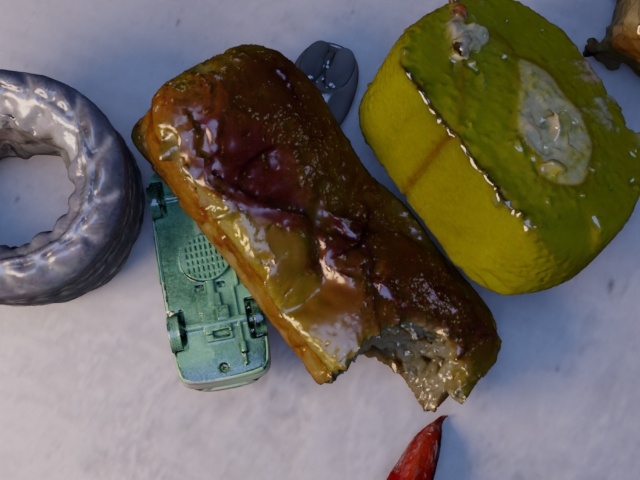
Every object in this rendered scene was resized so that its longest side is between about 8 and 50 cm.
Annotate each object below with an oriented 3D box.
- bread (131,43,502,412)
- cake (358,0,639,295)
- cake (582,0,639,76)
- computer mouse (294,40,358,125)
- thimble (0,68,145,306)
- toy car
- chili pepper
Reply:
[{"bbox_3d":[0.000,0.000,1.349,0.380,0.109,0.185,51,45,2],"label":"bread"},{"bbox_3d":[0.168,-0.087,1.350,0.179,0.156,0.260,-29,75,-27],"label":"cake"},{"bbox_3d":[0.443,-0.257,1.322,0.314,0.293,0.307,24,86,-1],"label":"cake"},{"bbox_3d":[0.000,-0.145,1.444,0.066,0.039,0.096,19,83,4],"label":"computer mouse"},{"bbox_3d":[-0.280,-0.034,1.376,0.236,0.172,0.205,-25,79,-4],"label":"thimble"},{"bbox_3d":[-0.103,0.032,1.405,0.090,0.076,0.224,-11,64,-2],"label":"toy car"},{"bbox_3d":[0.065,0.270,1.350,0.050,0.059,0.268,22,64,-8],"label":"chili pepper"}]
